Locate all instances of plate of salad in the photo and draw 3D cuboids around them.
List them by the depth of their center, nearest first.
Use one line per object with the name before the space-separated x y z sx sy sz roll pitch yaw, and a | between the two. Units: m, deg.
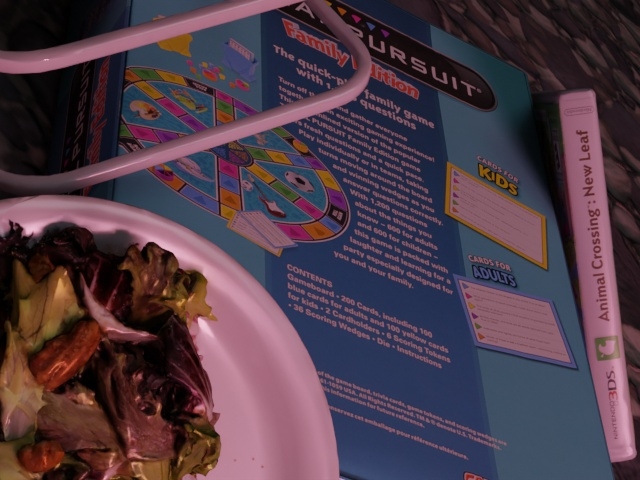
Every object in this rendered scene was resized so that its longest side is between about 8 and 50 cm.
plate of salad | -0.078 0.084 0.448 0.200 0.048 0.199 2 85 -27

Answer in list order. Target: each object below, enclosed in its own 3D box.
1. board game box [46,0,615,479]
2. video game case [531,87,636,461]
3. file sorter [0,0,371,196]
board game box | 0.000 0.000 0.668 0.254 0.079 0.336 23 39 -24
video game case | 0.145 0.009 0.824 0.212 0.023 0.193 -64 147 -84
file sorter | -0.073 -0.178 0.508 0.193 0.277 0.173 -20 52 -25
